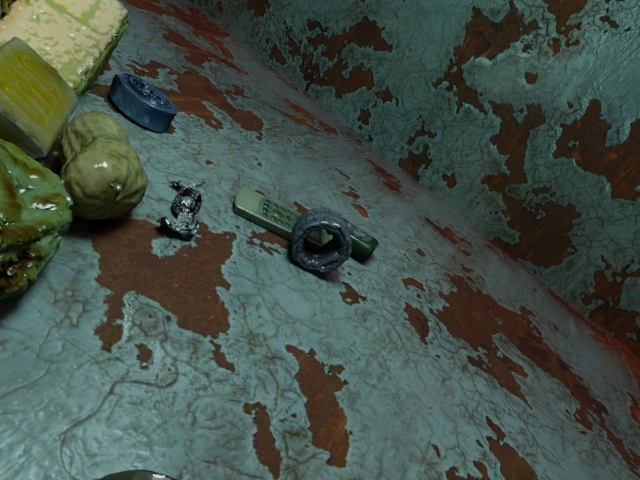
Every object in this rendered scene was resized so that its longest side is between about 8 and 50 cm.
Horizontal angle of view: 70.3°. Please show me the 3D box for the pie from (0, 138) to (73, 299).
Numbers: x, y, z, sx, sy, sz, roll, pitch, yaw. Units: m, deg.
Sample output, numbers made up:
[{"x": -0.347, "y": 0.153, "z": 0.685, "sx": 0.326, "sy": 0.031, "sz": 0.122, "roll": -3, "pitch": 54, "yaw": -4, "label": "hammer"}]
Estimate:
[{"x": -0.527, "y": -0.073, "z": 0.558, "sx": 0.395, "sy": 0.180, "sz": 0.418, "roll": 28, "pitch": 20, "yaw": -11, "label": "pie"}]

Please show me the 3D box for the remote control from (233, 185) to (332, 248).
[{"x": -0.096, "y": -0.053, "z": 1.204, "sx": 0.285, "sy": 0.038, "sz": 0.123, "roll": 28, "pitch": 27, "yaw": -15, "label": "remote control"}]

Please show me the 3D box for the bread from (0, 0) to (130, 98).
[{"x": -0.625, "y": -0.503, "z": 1.079, "sx": 0.248, "sy": 0.279, "sz": 0.315, "roll": 28, "pitch": 14, "yaw": -31, "label": "bread"}]

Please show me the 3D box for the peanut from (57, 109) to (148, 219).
[{"x": -0.409, "y": -0.134, "z": 0.853, "sx": 0.291, "sy": 0.143, "sz": 0.159, "roll": 54, "pitch": -9, "yaw": 46, "label": "peanut"}]

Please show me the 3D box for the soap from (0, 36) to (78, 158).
[{"x": -0.575, "y": -0.264, "z": 0.859, "sx": 0.173, "sy": 0.089, "sz": 0.274, "roll": 53, "pitch": 12, "yaw": -38, "label": "soap"}]

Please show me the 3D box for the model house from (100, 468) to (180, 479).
[{"x": -0.129, "y": 0.327, "z": 0.424, "sx": 0.229, "sy": 0.122, "sz": 0.188, "roll": 26, "pitch": 32, "yaw": -10, "label": "model house"}]

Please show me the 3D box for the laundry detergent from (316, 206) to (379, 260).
[{"x": 0.071, "y": -0.030, "z": 1.345, "sx": 0.211, "sy": 0.063, "sz": 0.137, "roll": 37, "pitch": 23, "yaw": 9, "label": "laundry detergent"}]

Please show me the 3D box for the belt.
[{"x": -0.483, "y": -0.383, "z": 1.241, "sx": 0.190, "sy": 0.082, "sz": 0.141, "roll": 42, "pitch": 21, "yaw": 11, "label": "belt"}]

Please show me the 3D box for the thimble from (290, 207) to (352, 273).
[{"x": 0.001, "y": -0.002, "z": 1.113, "sx": 0.150, "sy": 0.150, "sz": 0.098, "roll": 28, "pitch": 21, "yaw": -16, "label": "thimble"}]

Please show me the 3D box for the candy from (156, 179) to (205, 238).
[{"x": -0.298, "y": -0.082, "z": 0.993, "sx": 0.094, "sy": 0.051, "sz": 0.226, "roll": 23, "pitch": 28, "yaw": -18, "label": "candy"}]
